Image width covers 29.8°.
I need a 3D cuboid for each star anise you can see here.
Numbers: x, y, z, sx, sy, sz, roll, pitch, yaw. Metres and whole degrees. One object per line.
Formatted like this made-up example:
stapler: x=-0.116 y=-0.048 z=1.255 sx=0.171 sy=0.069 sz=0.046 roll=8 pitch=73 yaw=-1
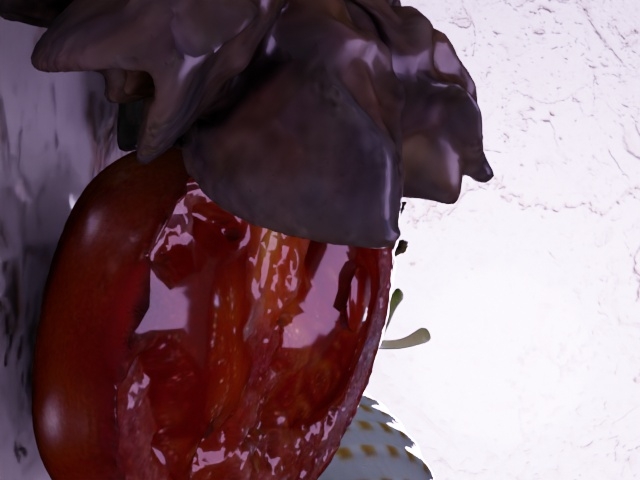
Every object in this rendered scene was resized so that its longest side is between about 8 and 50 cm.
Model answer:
star anise: x=-0.051 y=-0.121 z=0.523 sx=0.315 sy=0.108 sz=0.315 roll=37 pitch=31 yaw=-27

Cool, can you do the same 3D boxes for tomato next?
tomato: x=-0.071 y=0.041 z=0.622 sx=0.233 sy=0.140 sz=0.200 roll=-7 pitch=107 yaw=-55

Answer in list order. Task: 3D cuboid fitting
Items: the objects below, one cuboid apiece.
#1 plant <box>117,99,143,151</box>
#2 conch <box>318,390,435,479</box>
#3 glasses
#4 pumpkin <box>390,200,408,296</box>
plant: x=-0.054 y=-0.119 z=0.731 sx=0.132 sy=0.129 sz=0.194 roll=86 pitch=7 yaw=-46
conch: x=-0.021 y=0.216 z=0.865 sx=0.319 sy=0.215 sz=0.303 roll=-77 pitch=178 yaw=-50
glasses: x=0.018 y=0.110 z=1.378 sx=0.102 sy=0.207 sz=0.239 roll=57 pitch=-10 yaw=23
pumpkin: x=0.003 y=-0.001 z=1.128 sx=0.238 sy=0.159 sz=0.238 roll=-2 pitch=90 yaw=-85
